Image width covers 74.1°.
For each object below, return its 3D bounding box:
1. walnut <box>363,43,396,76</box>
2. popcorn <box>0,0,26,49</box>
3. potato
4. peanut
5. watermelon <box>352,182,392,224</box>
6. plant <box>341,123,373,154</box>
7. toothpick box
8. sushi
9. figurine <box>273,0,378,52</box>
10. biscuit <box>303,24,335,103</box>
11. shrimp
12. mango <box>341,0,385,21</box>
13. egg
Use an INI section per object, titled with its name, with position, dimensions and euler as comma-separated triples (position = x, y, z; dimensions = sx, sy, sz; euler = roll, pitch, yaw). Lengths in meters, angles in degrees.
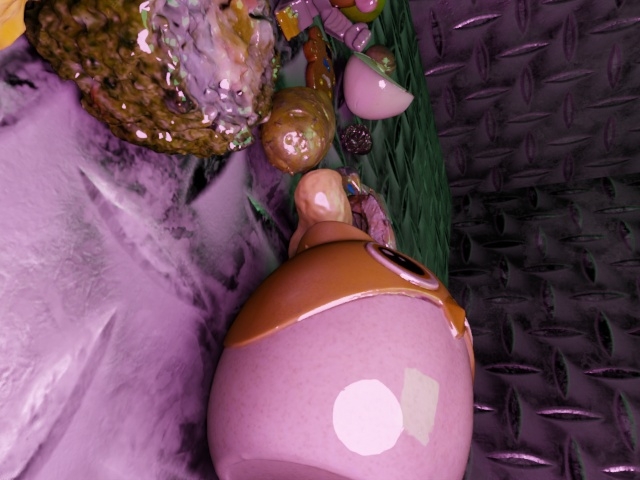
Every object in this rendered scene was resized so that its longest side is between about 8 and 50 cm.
[walnut]
position = 0.211, -0.652, 1.574
dimensions = 0.162, 0.140, 0.140
euler = -53, 132, -43
[popcorn]
position = -0.289, -0.252, 0.308
dimensions = 0.181, 0.217, 0.234
euler = 32, 67, -65
[potato]
position = -0.046, -0.250, 0.929
dimensions = 0.298, 0.141, 0.176
euler = -73, 151, -57
[peanut]
position = 0.000, 0.000, 0.937
dimensions = 0.147, 0.148, 0.318
euler = -51, 142, -57
[watermelon]
position = 0.156, -0.140, 1.415
dimensions = 0.241, 0.095, 0.153
euler = 29, 51, -58
[plant]
position = 0.123, -0.321, 1.368
dimensions = 0.143, 0.092, 0.094
euler = 18, 76, -70
[toothpick box]
position = 0.049, 0.207, 0.702
dimensions = 0.425, 0.409, 0.408
euler = -71, 145, -47
[sushi]
position = -0.184, -0.287, 0.588
dimensions = 0.294, 0.178, 0.351
euler = 52, 41, -51
[figurine]
position = 0.030, -0.622, 0.995
dimensions = 0.167, 0.285, 0.342
euler = -62, 141, -53
[biscuit]
position = 0.003, -0.482, 1.205
dimensions = 0.180, 0.039, 0.236
euler = 28, 62, -62
[shrimp]
position = 0.095, -0.044, 1.059
dimensions = 0.445, 0.110, 0.221
euler = -107, -157, -45
[mango]
position = 0.107, -0.818, 1.356
dimensions = 0.343, 0.156, 0.192
euler = -28, 109, -62
[egg]
position = 0.154, -0.490, 1.389
dimensions = 0.207, 0.161, 0.271
euler = 7, 39, -41
